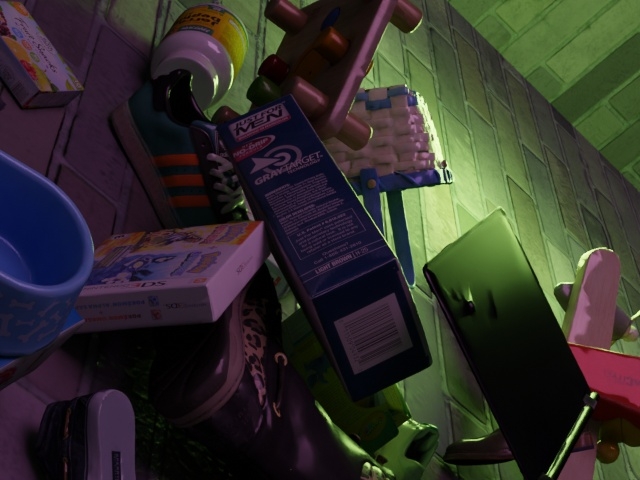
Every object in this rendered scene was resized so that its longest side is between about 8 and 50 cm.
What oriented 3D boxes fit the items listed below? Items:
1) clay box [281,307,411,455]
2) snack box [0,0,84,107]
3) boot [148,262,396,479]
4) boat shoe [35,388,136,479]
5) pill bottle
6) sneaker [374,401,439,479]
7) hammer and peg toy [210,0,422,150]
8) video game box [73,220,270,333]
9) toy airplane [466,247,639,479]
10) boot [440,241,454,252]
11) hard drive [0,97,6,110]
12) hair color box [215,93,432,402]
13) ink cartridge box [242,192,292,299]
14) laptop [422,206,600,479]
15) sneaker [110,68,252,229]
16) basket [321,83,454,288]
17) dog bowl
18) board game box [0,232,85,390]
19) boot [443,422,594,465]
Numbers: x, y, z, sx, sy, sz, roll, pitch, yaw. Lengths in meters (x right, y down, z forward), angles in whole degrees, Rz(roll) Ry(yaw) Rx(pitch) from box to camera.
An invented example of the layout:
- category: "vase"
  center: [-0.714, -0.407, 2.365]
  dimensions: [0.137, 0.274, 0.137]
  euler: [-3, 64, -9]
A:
- category: "clay box"
  center: [0.021, 0.174, 1.788]
  dimensions: [0.053, 0.127, 0.222]
  euler: [25, 34, -48]
- category: "snack box"
  center: [-0.360, -0.225, 1.813]
  dimensions: [0.141, 0.037, 0.100]
  euler: [53, 21, 8]
- category: "boot"
  center: [-0.047, 0.177, 1.644]
  dimensions: [0.284, 0.138, 0.377]
  euler: [50, 11, -15]
- category: "boat shoe"
  center: [-0.211, 0.228, 1.352]
  dimensions: [0.065, 0.083, 0.183]
  euler: [21, 62, -49]
- category: "pill bottle"
  center: [-0.173, -0.249, 2.104]
  dimensions: [0.117, 0.117, 0.208]
  euler: [45, 23, -13]
- category: "sneaker"
  center: [0.110, 0.250, 1.881]
  dimensions: [0.080, 0.094, 0.212]
  euler: [42, 23, -17]
- category: "hammer and peg toy"
  center: [-0.034, -0.222, 1.988]
  dimensions: [0.127, 0.361, 0.266]
  euler: [34, 68, -24]
- category: "video game box"
  center: [-0.168, 0.037, 1.568]
  dimensions: [0.205, 0.187, 0.048]
  euler: [-54, 139, -66]
- category: "toy airplane"
  center: [0.396, 0.236, 2.250]
  dimensions: [0.386, 0.272, 0.384]
  euler: [-27, 71, -23]
- category: "boot"
  center: [0.311, 0.157, 2.475]
  dimensions: [0.280, 0.096, 0.264]
  euler: [38, 17, -48]
- category: "hard drive"
  center: [-0.438, -0.163, 1.403]
  dimensions: [0.254, 0.172, 0.054]
  euler: [41, 45, -20]
- category: "hair color box"
  center: [0.000, 0.000, 1.701]
  dimensions: [0.347, 0.105, 0.174]
  euler: [-121, -172, -49]
- category: "ink cartridge box"
  center: [-0.087, 0.000, 2.002]
  dimensions: [0.179, 0.045, 0.145]
  euler: [36, 20, 13]
- category: "laptop"
  center: [0.174, 0.220, 1.770]
  dimensions: [0.236, 0.408, 0.382]
  euler: [32, 19, 11]
- category: "sneaker"
  center: [-0.146, -0.081, 1.882]
  dimensions: [0.302, 0.121, 0.108]
  euler: [57, 22, 14]
- category: "basket"
  center: [0.089, -0.068, 2.123]
  dimensions: [0.255, 0.201, 0.289]
  euler: [8, 70, -80]
- category: "dog bowl"
  center: [-0.315, -0.026, 1.230]
  dimensions: [0.297, 0.074, 0.166]
  euler: [33, 36, -22]
- category: "board game box"
  center: [-0.379, 0.013, 1.272]
  dimensions: [0.303, 0.097, 0.224]
  euler: [51, 34, 3]
- category: "boot"
  center: [0.264, 0.250, 2.065]
  dimensions: [0.219, 0.082, 0.106]
  euler: [-4, 78, -19]
